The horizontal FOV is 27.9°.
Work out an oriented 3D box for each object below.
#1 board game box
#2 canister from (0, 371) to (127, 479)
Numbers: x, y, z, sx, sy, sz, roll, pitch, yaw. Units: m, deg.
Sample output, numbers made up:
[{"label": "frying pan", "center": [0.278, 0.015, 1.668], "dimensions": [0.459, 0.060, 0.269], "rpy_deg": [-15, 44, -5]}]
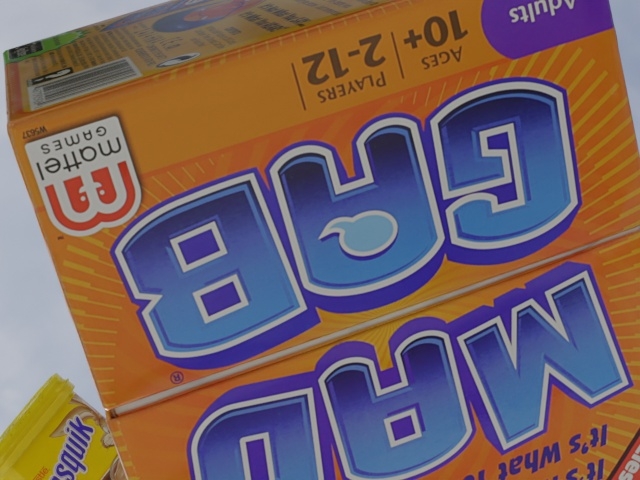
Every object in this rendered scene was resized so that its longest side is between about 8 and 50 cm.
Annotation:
[{"label": "board game box", "center": [0.000, 0.000, 0.930], "dimensions": [0.356, 0.356, 0.356], "rpy_deg": [-19, -162, -9]}, {"label": "canister", "center": [-0.226, 0.226, 1.223], "dimensions": [0.126, 0.170, 0.073], "rpy_deg": [-53, -171, -27]}]
